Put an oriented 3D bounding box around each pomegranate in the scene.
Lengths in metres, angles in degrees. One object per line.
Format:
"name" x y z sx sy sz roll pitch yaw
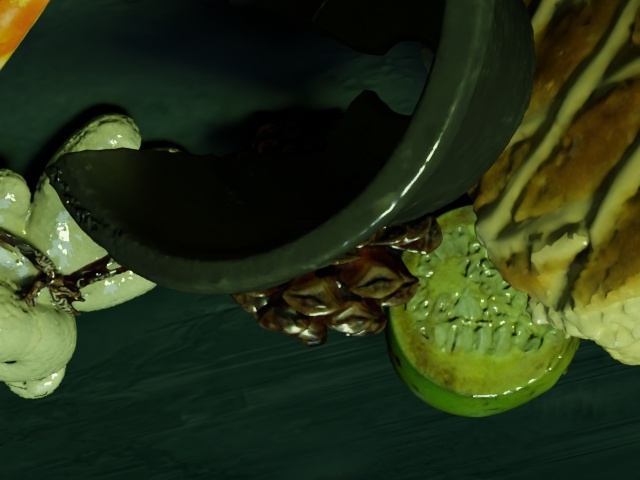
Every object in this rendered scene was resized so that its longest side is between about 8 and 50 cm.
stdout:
"pomegranate" 0.120 0.077 1.673 0.241 0.190 0.159 -13 165 -4

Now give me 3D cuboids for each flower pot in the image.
"flower pot" 0.013 -0.138 1.295 0.379 0.379 0.251 -36 153 23

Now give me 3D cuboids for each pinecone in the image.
"pinecone" 0.000 0.000 1.531 0.207 0.208 0.208 -9 140 -8

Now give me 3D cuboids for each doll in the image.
"doll" -0.226 0.014 1.534 0.175 0.149 0.278 40 106 -9

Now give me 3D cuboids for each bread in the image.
"bread" 0.319 -0.117 1.363 0.279 0.371 0.390 17 132 -35

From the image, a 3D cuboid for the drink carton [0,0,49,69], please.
"drink carton" -0.351 -0.114 1.331 0.154 0.111 0.351 21 124 -34
